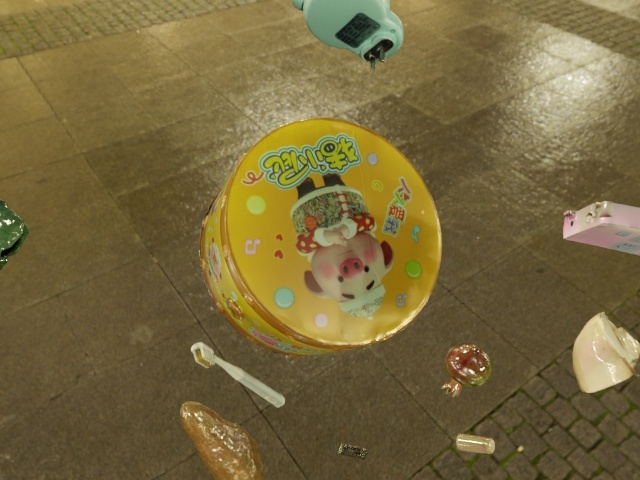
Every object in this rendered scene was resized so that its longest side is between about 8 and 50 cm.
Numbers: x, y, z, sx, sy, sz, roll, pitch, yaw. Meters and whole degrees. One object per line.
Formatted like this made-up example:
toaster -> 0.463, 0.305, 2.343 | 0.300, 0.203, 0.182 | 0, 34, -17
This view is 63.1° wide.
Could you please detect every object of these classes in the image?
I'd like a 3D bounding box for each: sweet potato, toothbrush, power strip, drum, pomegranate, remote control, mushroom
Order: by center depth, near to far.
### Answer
power strip -> 0.489, -0.003, 0.731 | 0.278, 0.109, 0.038 | 12, 77, -1
toothbrush -> -0.136, 0.250, 0.938 | 0.025, 0.342, 0.030 | -28, 56, 3
sweet potato -> -0.159, 0.418, 0.962 | 0.092, 0.342, 0.114 | 0, 23, 43
drum -> 0.000, 0.000, 0.971 | 0.430, 0.214, 0.432 | 6, 74, -21
remote control -> 0.085, 0.548, 1.350 | 0.091, 0.034, 0.016 | 25, -5, -32
mushroom -> 0.753, 0.302, 1.431 | 0.236, 0.173, 0.162 | -8, 63, -53
pomegranate -> 0.402, 0.362, 1.477 | 0.129, 0.159, 0.129 | 36, 32, -27

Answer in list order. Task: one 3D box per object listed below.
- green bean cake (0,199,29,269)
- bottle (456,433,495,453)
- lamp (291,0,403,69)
green bean cake -> -0.423, 0.001, 0.485 | 0.107, 0.208, 0.194 | -12, 40, 42
bottle -> 0.423, 0.555, 1.419 | 0.096, 0.045, 0.045 | -8, 33, 40
lamp -> 0.083, -0.551, 1.279 | 0.284, 0.209, 0.147 | 41, 55, -22
